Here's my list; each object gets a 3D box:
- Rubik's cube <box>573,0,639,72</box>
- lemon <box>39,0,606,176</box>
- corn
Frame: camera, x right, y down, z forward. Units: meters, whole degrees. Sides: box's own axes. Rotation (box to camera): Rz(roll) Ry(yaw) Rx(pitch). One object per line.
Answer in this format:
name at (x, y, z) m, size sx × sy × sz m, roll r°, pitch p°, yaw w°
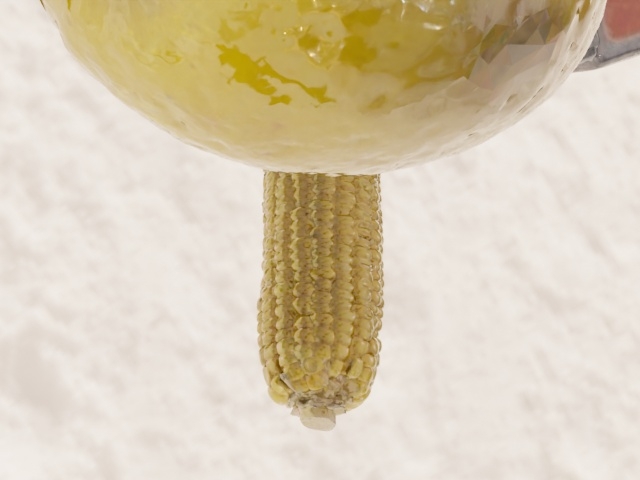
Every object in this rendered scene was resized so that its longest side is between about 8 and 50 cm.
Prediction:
Rubik's cube at (0.098, -0.284, 1.400) m, size 0.358 × 0.362 × 0.363 m, roll -23°, pitch 100°, yaw -34°
lemon at (0.002, -0.104, 0.603) m, size 0.207 × 0.170 × 0.170 m, roll -8°, pitch 72°, yaw -48°
corn at (0.000, 0.000, 1.177) m, size 0.080 × 0.080 × 0.238 m, roll 16°, pitch 63°, yaw -37°
